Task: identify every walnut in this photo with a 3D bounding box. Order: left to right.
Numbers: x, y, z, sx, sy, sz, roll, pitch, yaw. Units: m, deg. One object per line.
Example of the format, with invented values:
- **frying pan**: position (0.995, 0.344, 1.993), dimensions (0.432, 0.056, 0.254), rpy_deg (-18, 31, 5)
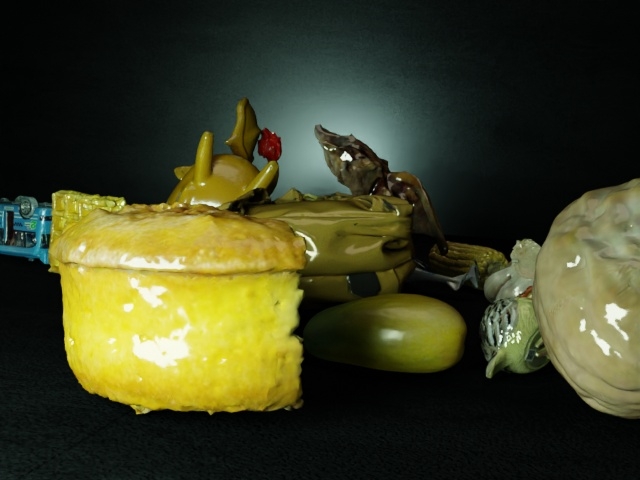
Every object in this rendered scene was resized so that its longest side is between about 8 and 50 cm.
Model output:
- **walnut**: position (0.352, 0.062, 0.791), dimensions (0.273, 0.273, 0.227), rpy_deg (1, -38, -27)

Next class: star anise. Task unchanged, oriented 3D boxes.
- **star anise**: position (0.121, -0.107, 1.497), dimensions (0.293, 0.109, 0.349), rpy_deg (27, 17, -22)

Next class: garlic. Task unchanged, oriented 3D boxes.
- **garlic**: position (0.342, 0.091, 1.279), dimensions (0.131, 0.127, 0.194), rpy_deg (25, -15, 19)

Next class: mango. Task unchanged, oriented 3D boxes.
- **mango**: position (0.075, 0.111, 0.916), dimensions (0.195, 0.091, 0.130), rpy_deg (-4, 6, 9)

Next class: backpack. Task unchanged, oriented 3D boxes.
- **backpack**: position (-0.012, 0.019, 1.207), dimensions (0.354, 0.201, 0.378), rpy_deg (3, 7, 1)

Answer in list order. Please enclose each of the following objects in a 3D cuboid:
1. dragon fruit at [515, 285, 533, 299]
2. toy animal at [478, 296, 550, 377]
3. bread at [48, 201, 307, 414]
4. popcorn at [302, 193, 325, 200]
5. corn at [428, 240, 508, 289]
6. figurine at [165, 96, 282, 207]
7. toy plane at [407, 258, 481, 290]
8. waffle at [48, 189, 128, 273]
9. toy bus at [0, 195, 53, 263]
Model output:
- **dragon fruit**: position (0.324, 0.111, 1.126), dimensions (0.081, 0.086, 0.116), rpy_deg (41, 8, -11)
- **toy animal**: position (0.224, 0.119, 0.931), dimensions (0.137, 0.098, 0.098), rpy_deg (-24, 18, -28)
- **bread**: position (-0.159, 0.061, 0.744), dimensions (0.179, 0.194, 0.340), rpy_deg (-6, 8, -30)
- **popcorn**: position (0.000, 0.001, 1.484), dimensions (0.188, 0.167, 0.185), rpy_deg (0, -16, -4)
- **corn**: position (0.323, 0.053, 1.684), dimensions (0.093, 0.093, 0.244), rpy_deg (2, 5, -17)
- **figurine**: position (-0.196, -0.104, 1.646), dimensions (0.268, 0.400, 0.387), rpy_deg (-8, 7, 4)
- **toy plane**: position (0.178, 0.071, 1.551), dimensions (0.273, 0.107, 0.182), rpy_deg (25, -31, 21)
- **waffle**: position (-0.408, -0.007, 1.413), dimensions (0.211, 0.160, 0.055), rpy_deg (6, 5, 32)
- **toy bus**: position (-0.629, -0.028, 1.629), dimensions (0.247, 0.134, 0.113), rpy_deg (6, 3, 30)
